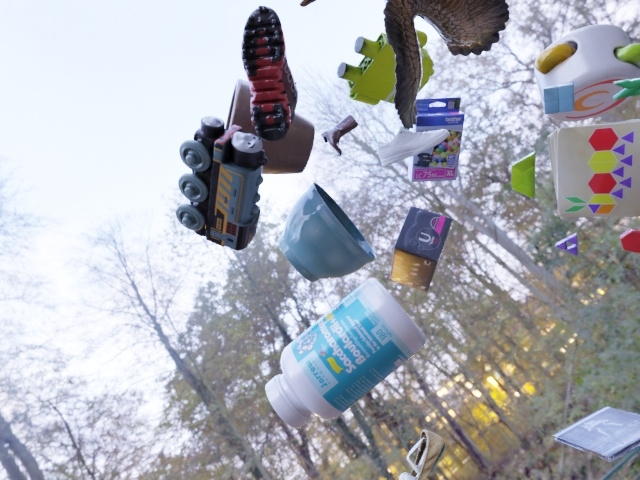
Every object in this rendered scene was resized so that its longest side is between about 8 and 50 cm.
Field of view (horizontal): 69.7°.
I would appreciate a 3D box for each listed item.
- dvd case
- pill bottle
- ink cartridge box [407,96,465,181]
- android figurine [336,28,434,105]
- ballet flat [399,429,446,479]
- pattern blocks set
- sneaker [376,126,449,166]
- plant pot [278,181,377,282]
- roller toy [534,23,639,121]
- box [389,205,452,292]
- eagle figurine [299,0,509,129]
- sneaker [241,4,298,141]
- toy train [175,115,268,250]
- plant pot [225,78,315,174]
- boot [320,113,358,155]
[{"bbox_3d":[0.670,0.446,1.072,0.164,0.018,0.221,-25,-10,-7],"label":"dvd case"},{"bbox_3d":[0.035,0.196,0.775,0.264,0.146,0.146,-41,-29,2],"label":"pill bottle"},{"bbox_3d":[0.438,-0.378,1.743,0.185,0.065,0.311,-3,-64,-4],"label":"ink cartridge box"},{"bbox_3d":[0.186,-0.454,1.225,0.272,0.056,0.248,2,-31,-31],"label":"android figurine"},{"bbox_3d":[0.235,0.580,1.143,0.232,0.073,0.080,-50,-6,-37],"label":"ballet flat"},{"bbox_3d":[0.486,-0.116,0.801,0.026,0.285,0.325,-44,-44,-48],"label":"pattern blocks set"},{"bbox_3d":[0.268,-0.297,1.353,0.212,0.094,0.080,-20,6,14],"label":"sneaker"},{"bbox_3d":[0.000,0.000,1.364,0.196,0.293,0.293,-39,-28,10],"label":"plant pot"},{"bbox_3d":[0.584,-0.371,1.021,0.209,0.146,0.191,-11,-19,14],"label":"roller toy"},{"bbox_3d":[0.327,0.035,1.521,0.270,0.143,0.165,79,-147,-63],"label":"box"},{"bbox_3d":[0.159,-0.368,0.763,0.226,0.298,0.225,-25,26,46],"label":"eagle figurine"},{"bbox_3d":[-0.109,-0.369,1.026,0.135,0.097,0.276,-66,-26,-63],"label":"sneaker"},{"bbox_3d":[-0.228,-0.127,1.092,0.142,0.190,0.334,-63,-7,-50],"label":"toy train"},{"bbox_3d":[-0.143,-0.278,1.252,0.229,0.263,0.263,12,-52,-15],"label":"plant pot"},{"bbox_3d":[0.070,-0.299,1.289,0.114,0.106,0.037,-33,-30,-6],"label":"boot"}]
